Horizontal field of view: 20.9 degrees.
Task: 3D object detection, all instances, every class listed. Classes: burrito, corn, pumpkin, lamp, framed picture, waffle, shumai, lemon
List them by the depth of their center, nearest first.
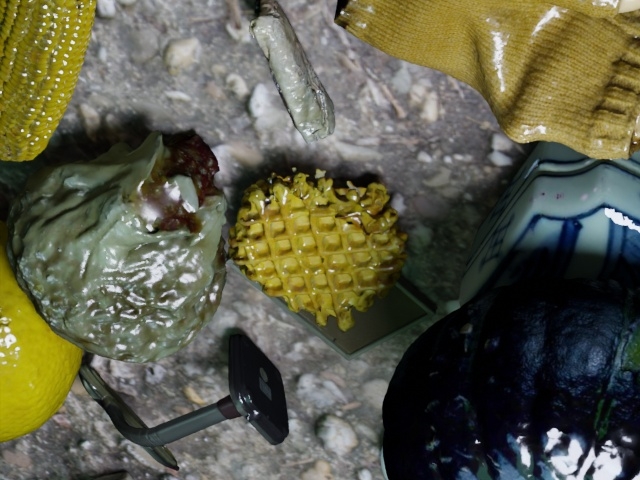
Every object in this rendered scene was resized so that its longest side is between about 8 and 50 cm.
[{"bbox_3d":[0.234,0.201,1.661,0.363,0.266,0.363,13,139,11],"label":"pumpkin"},{"bbox_3d":[-0.029,-0.169,1.749,0.042,0.051,0.171,-1,133,27],"label":"burrito"},{"bbox_3d":[-0.287,-0.196,1.764,0.101,0.101,0.310,19,135,-2],"label":"corn"},{"bbox_3d":[-0.201,-0.005,1.861,0.255,0.189,0.218,29,135,-13],"label":"shumai"},{"bbox_3d":[0.000,0.000,1.871,0.193,0.070,0.197,21,134,-5],"label":"waffle"},{"bbox_3d":[0.013,0.050,1.976,0.203,0.015,0.150,39,132,-22],"label":"framed picture"},{"bbox_3d":[-0.392,0.104,1.988,0.267,0.267,0.267,8,135,9],"label":"lemon"},{"bbox_3d":[-0.152,0.226,2.128,0.283,0.125,0.203,-13,138,30],"label":"lamp"}]

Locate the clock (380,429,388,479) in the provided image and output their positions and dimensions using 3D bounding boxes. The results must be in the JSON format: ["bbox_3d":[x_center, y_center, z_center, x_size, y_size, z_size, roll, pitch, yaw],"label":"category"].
[{"bbox_3d":[0.184,0.268,2.115,0.226,0.049,0.226,8,136,8],"label":"clock"}]

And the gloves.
[{"bbox_3d":[0.185,-0.204,1.576,0.356,0.155,0.203,28,129,10],"label":"gloves"}]

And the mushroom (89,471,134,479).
[{"bbox_3d":[-0.242,0.416,2.300,0.243,0.243,0.244,8,135,9],"label":"mushroom"}]

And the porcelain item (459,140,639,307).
[{"bbox_3d":[0.305,0.032,1.773,0.285,0.157,0.281,25,136,-7],"label":"porcelain item"}]
